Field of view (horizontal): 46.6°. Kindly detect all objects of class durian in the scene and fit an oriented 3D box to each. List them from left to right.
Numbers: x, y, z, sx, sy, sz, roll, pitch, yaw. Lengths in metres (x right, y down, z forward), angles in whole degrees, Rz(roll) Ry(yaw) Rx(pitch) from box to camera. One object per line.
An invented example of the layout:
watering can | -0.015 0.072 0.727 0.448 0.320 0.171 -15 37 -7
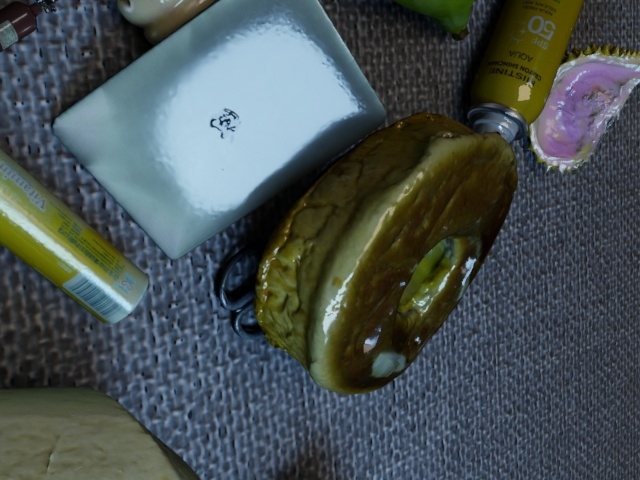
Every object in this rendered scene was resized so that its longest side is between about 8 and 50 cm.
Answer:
durian | 0.387 -0.207 1.092 0.165 0.132 0.182 -19 142 -22

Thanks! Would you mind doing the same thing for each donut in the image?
donut | 0.070 0.012 0.807 0.330 0.160 0.330 -30 136 -34

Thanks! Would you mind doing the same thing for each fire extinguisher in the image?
fire extinguisher | -0.294 -0.170 0.622 0.049 0.035 0.173 41 63 8

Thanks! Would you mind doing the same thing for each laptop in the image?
laptop | -0.090 -0.114 0.703 0.269 0.015 0.188 -33 119 7

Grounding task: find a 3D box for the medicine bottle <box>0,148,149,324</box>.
medicine bottle | -0.247 -0.011 0.647 0.218 0.074 0.074 48 65 -33

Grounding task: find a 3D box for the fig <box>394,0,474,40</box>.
fig | 0.140 -0.360 0.823 0.314 0.233 0.233 47 66 -26

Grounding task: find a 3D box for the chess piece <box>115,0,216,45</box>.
chess piece | -0.105 -0.222 0.716 0.307 0.138 0.124 47 31 -28

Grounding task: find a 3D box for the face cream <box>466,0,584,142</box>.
face cream | 0.289 -0.276 1.029 0.105 0.105 0.349 33 74 -36

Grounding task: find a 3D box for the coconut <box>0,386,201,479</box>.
coconut | -0.242 0.253 0.543 0.323 0.323 0.323 -4 97 -38

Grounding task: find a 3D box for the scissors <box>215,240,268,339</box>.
scissors | 0.000 0.000 0.877 0.300 0.022 0.109 -40 121 -30
